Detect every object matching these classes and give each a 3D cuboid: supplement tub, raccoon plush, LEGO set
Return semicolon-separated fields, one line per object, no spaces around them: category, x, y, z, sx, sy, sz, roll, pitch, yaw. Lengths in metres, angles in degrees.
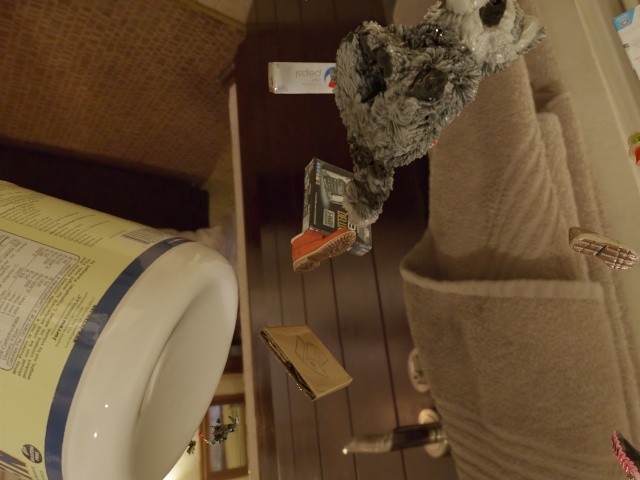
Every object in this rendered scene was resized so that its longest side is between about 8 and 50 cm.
supplement tub;-0.268;0.076;0.449;0.325;0.235;0.235;16;164;9
raccoon plush;0.182;-0.250;0.862;0.299;0.216;0.446;-25;159;-24
LEGO set;-0.145;0.272;0.664;0.083;0.023;0.054;-27;-167;15

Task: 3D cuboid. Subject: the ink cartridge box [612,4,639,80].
ink cartridge box;0.847;-0.517;1.240;0.104;0.180;0.060;-23;-179;34

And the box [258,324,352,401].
box;-0.024;0.238;0.962;0.021;0.164;0.201;-47;159;9

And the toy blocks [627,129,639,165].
toy blocks;0.734;-0.198;1.030;0.123;0.148;0.054;-25;113;40

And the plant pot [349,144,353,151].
plant pot;0.111;-0.238;1.141;0.081;0.083;0.081;27;176;-1

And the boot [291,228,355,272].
boot;0.000;0.000;1.023;0.158;0.084;0.059;-27;148;25

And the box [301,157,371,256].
box;0.059;-0.117;1.687;0.243;0.307;0.076;19;143;-23

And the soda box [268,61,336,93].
soda box;-0.011;-0.382;1.125;0.216;0.069;0.074;-4;-160;-15

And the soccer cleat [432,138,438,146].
soccer cleat;0.322;-0.290;1.361;0.029;0.083;0.035;24;155;11

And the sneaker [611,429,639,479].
sneaker;0.638;0.440;0.974;0.057;0.119;0.047;-10;122;9

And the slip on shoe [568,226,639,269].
slip on shoe;0.501;0.012;0.851;0.136;0.041;0.051;16;130;-9
